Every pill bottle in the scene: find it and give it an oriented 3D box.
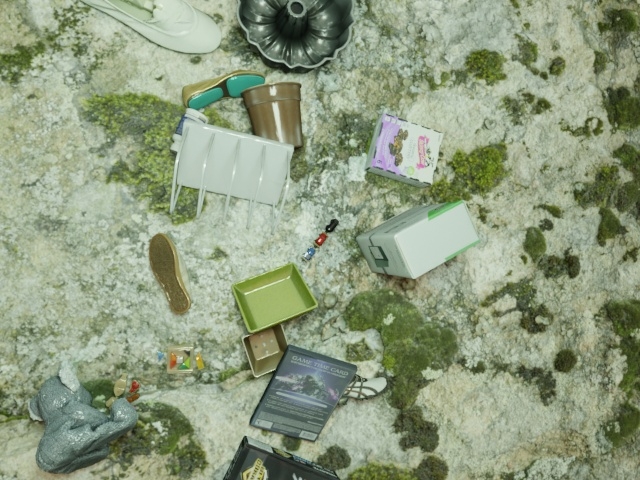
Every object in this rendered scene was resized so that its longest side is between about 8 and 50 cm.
[{"bbox_3d":[-0.352,-0.284,1.257,0.067,0.067,0.120,25,82,-11],"label":"pill bottle"}]

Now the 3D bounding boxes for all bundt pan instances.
[{"bbox_3d":[-0.074,-0.614,1.309,0.330,0.124,0.331,1,87,-12],"label":"bundt pan"}]

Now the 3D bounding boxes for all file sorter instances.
[{"bbox_3d":[-0.225,-0.148,1.183,0.277,0.193,0.173,12,40,-12],"label":"file sorter"}]

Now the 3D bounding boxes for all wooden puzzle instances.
[{"bbox_3d":[-0.371,0.315,1.252,0.116,0.014,0.079,-5,88,-13],"label":"wooden puzzle"}]

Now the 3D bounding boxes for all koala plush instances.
[{"bbox_3d":[-0.593,0.408,1.115,0.196,0.203,0.221,-46,69,16],"label":"koala plush"}]

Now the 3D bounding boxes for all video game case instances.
[{"bbox_3d":[-0.048,0.410,1.247,0.195,0.026,0.274,21,111,-14],"label":"video game case"}]

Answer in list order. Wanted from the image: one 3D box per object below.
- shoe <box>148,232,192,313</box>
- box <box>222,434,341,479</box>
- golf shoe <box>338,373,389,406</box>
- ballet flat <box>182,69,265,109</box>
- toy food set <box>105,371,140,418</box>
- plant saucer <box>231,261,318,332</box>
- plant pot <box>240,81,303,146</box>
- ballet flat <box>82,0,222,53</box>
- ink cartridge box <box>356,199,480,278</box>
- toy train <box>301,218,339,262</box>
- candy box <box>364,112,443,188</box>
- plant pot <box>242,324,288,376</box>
[{"bbox_3d":[-0.390,0.086,1.242,0.076,0.058,0.219,-19,88,7],"label":"shoe"},{"bbox_3d":[-0.135,0.719,1.260,0.293,0.073,0.296,27,82,-10],"label":"box"},{"bbox_3d":[0.096,0.400,1.325,0.198,0.077,0.094,-10,89,-14],"label":"golf shoe"},{"bbox_3d":[-0.267,-0.425,1.283,0.232,0.080,0.073,-22,63,-16],"label":"ballet flat"},{"bbox_3d":[-0.502,0.407,1.213,0.077,0.019,0.122,28,82,-10],"label":"toy food set"},{"bbox_3d":[-0.123,0.159,1.257,0.188,0.188,0.045,-20,132,-13],"label":"plant saucer"},{"bbox_3d":[-0.119,-0.324,1.274,0.166,0.167,0.165,-11,98,-13],"label":"plant pot"},{"bbox_3d":[-0.451,-0.608,1.218,0.399,0.139,0.139,22,83,-11],"label":"ballet flat"},{"bbox_3d":[0.249,-0.004,1.272,0.211,0.289,0.122,-27,96,-13],"label":"ink cartridge box"},{"bbox_3d":[0.000,0.000,1.341,0.027,0.036,0.158,41,80,-8],"label":"toy train"},{"bbox_3d":[0.246,-0.262,1.393,0.196,0.070,0.165,15,84,-11],"label":"candy box"},{"bbox_3d":[-0.146,0.285,1.263,0.109,0.096,0.109,-19,91,-14],"label":"plant pot"}]
